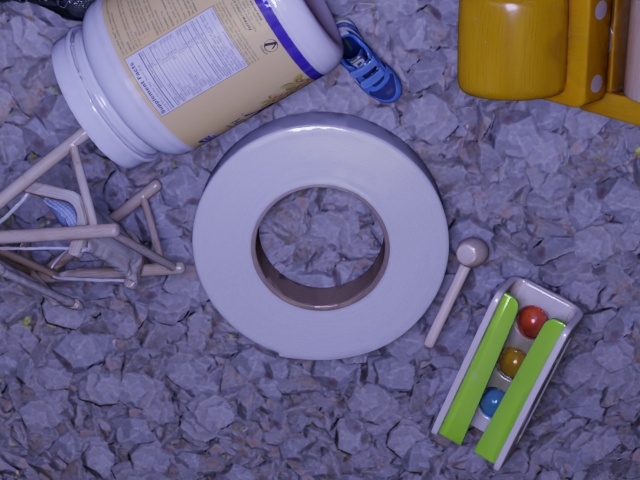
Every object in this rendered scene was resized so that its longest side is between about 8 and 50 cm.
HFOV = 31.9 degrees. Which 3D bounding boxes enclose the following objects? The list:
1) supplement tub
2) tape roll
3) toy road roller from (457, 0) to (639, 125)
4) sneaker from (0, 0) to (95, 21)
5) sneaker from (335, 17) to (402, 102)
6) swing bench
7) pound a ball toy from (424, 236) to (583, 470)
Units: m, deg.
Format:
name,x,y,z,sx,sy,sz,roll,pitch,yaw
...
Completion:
name,x,y,z,sx,sy,sz,roll,pitch,yaw
supplement tub,-0.163,-0.261,1.493,0.331,0.241,0.241,-28,110,14
tape roll,0.000,0.000,1.697,0.392,0.072,0.392,0,113,1
toy road roller,0.323,-0.256,1.433,0.240,0.329,0.202,-21,120,-34
sneaker,-0.384,-0.346,1.524,0.227,0.130,0.087,22,114,-11
sneaker,0.061,-0.248,1.591,0.053,0.059,0.144,-39,108,15
swing bench,-0.366,-0.009,1.584,0.255,0.253,0.165,-21,71,9
pound a ball toy,0.267,0.164,1.748,0.208,0.136,0.319,28,114,17
